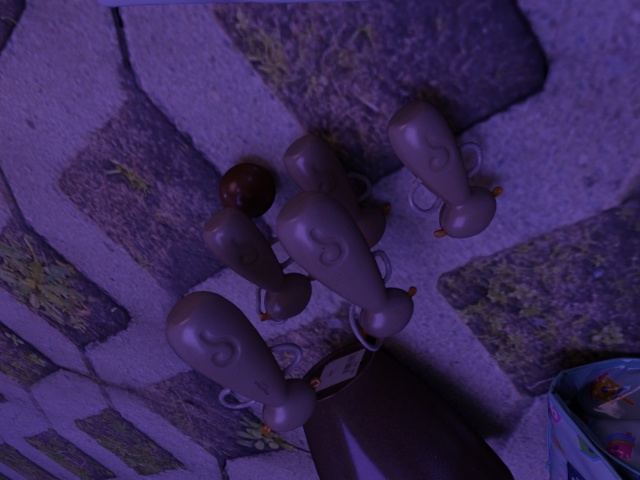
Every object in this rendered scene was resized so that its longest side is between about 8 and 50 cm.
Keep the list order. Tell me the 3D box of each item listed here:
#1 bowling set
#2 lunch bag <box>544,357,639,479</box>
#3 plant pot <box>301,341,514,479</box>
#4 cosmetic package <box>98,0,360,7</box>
[{"bbox_3d":[0.000,0.000,0.529,0.287,0.200,0.154,-39,121,1],"label":"bowling set"},{"bbox_3d":[0.351,0.239,0.580,0.262,0.160,0.223,11,141,32],"label":"lunch bag"},{"bbox_3d":[0.078,0.241,0.701,0.215,0.215,0.230,-23,105,40],"label":"plant pot"},{"bbox_3d":[-0.032,-0.260,0.203,0.285,0.097,0.377,7,154,16],"label":"cosmetic package"}]
